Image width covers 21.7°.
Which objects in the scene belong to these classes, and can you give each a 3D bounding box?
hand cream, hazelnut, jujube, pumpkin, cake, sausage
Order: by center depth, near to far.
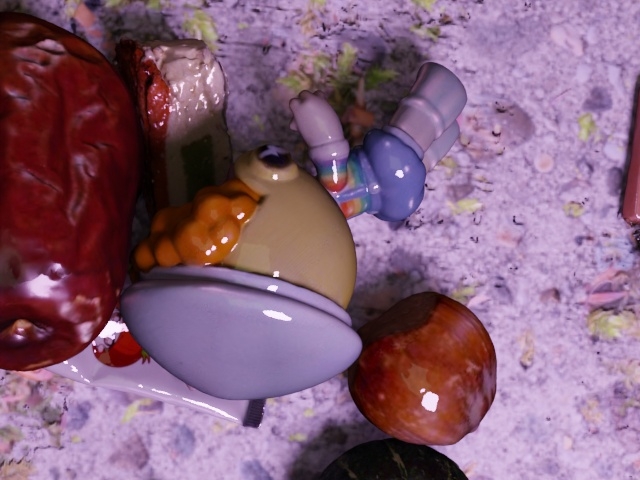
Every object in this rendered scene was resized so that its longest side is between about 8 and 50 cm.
[{"bbox_3d":[-0.256,-0.046,1.424,0.223,0.223,0.318,-4,51,-8],"label":"jujube"},{"bbox_3d":[-0.123,-0.085,1.528,0.086,0.117,0.220,-13,90,-14],"label":"cake"},{"bbox_3d":[0.096,0.124,1.541,0.143,0.154,0.143,5,110,12],"label":"hazelnut"},{"bbox_3d":[0.067,0.263,1.545,0.167,0.125,0.167,2,79,-13],"label":"pumpkin"},{"bbox_3d":[-0.196,0.080,1.549,0.336,0.076,0.121,15,87,-14],"label":"hand cream"},{"bbox_3d":[0.318,-0.084,1.632,0.035,0.030,0.147,7,88,-7],"label":"sausage"}]

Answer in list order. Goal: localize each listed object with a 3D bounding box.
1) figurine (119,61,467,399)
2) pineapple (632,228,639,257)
[{"bbox_3d":[0.003,-0.017,1.472,0.205,0.224,0.382,39,76,17],"label":"figurine"},{"bbox_3d":[0.400,0.040,1.614,0.221,0.083,0.103,25,70,-7],"label":"pineapple"}]
